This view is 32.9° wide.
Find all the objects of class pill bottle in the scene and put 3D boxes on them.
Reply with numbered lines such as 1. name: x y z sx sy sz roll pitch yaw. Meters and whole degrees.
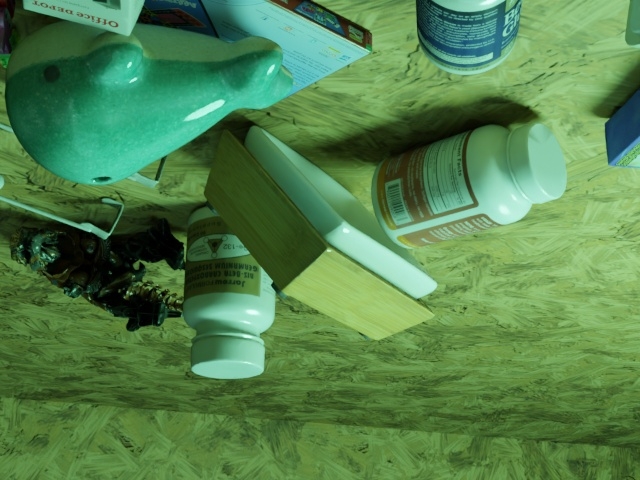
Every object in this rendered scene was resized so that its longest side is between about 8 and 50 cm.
1. pill bottle: 0.178 -0.069 1.302 0.216 0.121 0.121 -15 154 38
2. pill bottle: 0.128 -0.222 0.929 0.094 0.094 0.169 -1 160 6
3. pill bottle: -0.129 0.074 1.542 0.131 0.229 0.131 0 159 0

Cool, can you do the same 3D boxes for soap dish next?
1. soap dish: 0.000 0.000 1.342 0.118 0.229 0.291 -46 145 7

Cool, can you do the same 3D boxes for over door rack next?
1. over door rack: -0.378 -0.066 1.355 0.324 0.108 0.239 10 158 -24

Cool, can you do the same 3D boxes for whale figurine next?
1. whale figurine: -0.163 -0.128 1.036 0.272 0.141 0.216 -3 168 4

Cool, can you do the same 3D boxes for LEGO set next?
1. LEGO set: -0.345 -0.166 1.098 0.087 0.093 0.227 2 160 -3

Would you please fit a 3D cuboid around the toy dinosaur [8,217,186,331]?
1. toy dinosaur: -0.315 0.044 1.661 0.218 0.164 0.322 3 -176 38

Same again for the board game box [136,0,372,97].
1. board game box: -0.099 -0.215 1.052 0.281 0.027 0.145 19 152 -40

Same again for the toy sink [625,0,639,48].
1. toy sink: 0.327 -0.211 0.832 0.234 0.131 0.153 8 180 -18

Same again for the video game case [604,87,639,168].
1. video game case: 0.475 -0.149 1.160 0.244 0.061 0.269 4 159 -11

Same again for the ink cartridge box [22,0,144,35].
1. ink cartridge box: -0.195 -0.241 0.893 0.099 0.056 0.135 14 149 -2
